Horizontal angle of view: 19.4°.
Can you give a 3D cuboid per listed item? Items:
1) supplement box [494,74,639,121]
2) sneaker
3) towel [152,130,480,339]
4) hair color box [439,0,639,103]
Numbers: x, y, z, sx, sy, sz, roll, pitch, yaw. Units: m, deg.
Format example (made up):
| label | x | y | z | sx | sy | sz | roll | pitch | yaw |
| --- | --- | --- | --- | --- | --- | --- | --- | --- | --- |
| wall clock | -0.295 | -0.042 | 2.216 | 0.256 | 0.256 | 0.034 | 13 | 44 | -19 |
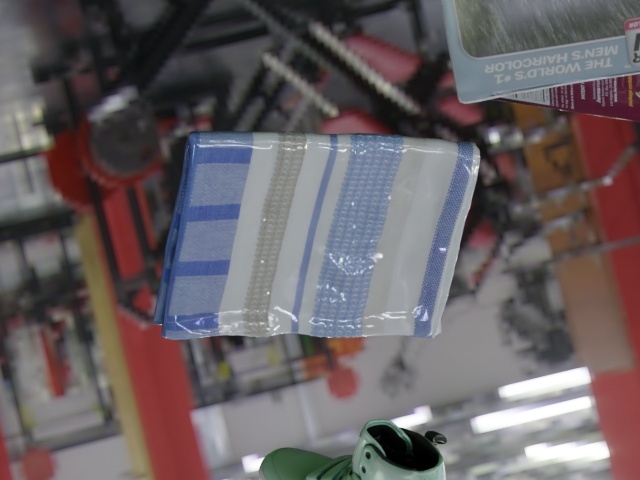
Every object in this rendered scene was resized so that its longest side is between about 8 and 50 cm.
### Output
| label | x | y | z | sx | sy | sz | roll | pitch | yaw |
| --- | --- | --- | --- | --- | --- | --- | --- | --- | --- |
| supplement box | 0.251 | -0.174 | 1.687 | 0.188 | 0.081 | 0.104 | 10 | -134 | 22 |
| sneaker | 0.038 | 0.235 | 1.991 | 0.256 | 0.151 | 0.094 | 19 | -144 | 35 |
| towel | 0.000 | 0.000 | 1.691 | 0.285 | 0.209 | 0.034 | 2 | -153 | -23 |
| hair color box | 0.188 | -0.209 | 1.292 | 0.185 | 0.114 | 0.374 | -8 | -160 | 11 |
